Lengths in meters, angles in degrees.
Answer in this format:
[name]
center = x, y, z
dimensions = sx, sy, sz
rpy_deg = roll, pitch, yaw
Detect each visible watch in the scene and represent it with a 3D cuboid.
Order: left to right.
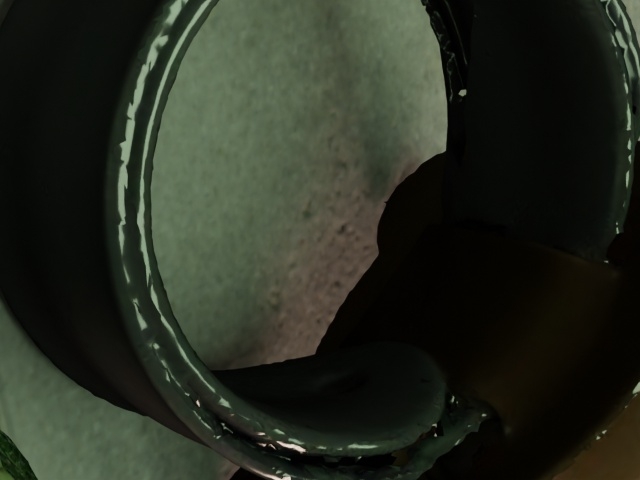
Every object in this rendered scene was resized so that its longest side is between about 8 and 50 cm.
[watch]
center = 0.000, 0.000, 0.853
dimensions = 0.327, 0.314, 0.335
rpy_deg = 42, 78, -28

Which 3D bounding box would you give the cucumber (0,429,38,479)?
[cucumber]
center = -0.165, 0.110, 0.819
dimensions = 0.077, 0.077, 0.265
rpy_deg = -56, 133, -24

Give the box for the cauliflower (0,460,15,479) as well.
[cauliflower]
center = -0.173, 0.194, 0.692
dimensions = 0.260, 0.327, 0.281
rpy_deg = -40, 159, -32
